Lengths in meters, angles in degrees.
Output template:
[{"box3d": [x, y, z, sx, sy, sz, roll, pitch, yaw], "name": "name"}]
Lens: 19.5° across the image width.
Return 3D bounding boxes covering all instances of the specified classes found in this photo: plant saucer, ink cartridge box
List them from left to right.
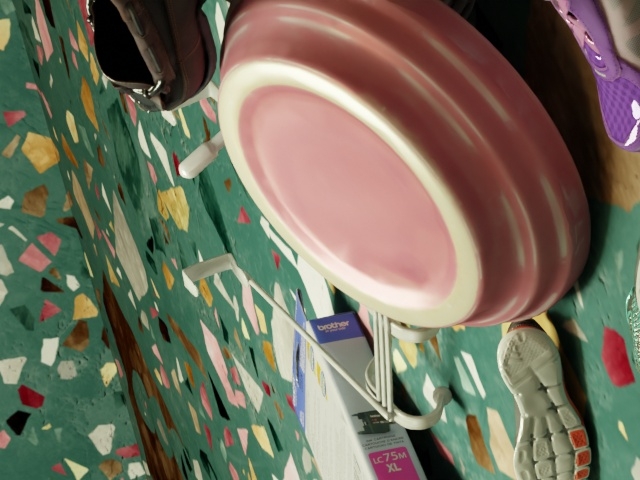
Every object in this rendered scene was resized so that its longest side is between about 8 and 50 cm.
[{"box3d": [0.039, 0.210, 1.896, 0.311, 0.065, 0.186, -117, 20, -44], "name": "ink cartridge box"}, {"box3d": [0.042, -0.055, 1.375, 0.332, 0.084, 0.332, 34, 151, 22], "name": "plant saucer"}]

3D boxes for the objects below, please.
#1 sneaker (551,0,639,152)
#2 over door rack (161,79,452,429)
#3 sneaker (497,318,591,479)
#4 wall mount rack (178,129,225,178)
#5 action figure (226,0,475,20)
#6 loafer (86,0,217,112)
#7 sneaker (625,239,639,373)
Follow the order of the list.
[{"box3d": [0.161, -0.157, 1.086, 0.095, 0.104, 0.236, -136, 32, -56], "name": "sneaker"}, {"box3d": [0.000, 0.000, 1.717, 0.324, 0.108, 0.239, 31, 141, 36], "name": "over door rack"}, {"box3d": [0.176, 0.129, 1.450, 0.065, 0.061, 0.158, -75, -24, -68], "name": "sneaker"}, {"box3d": [-0.076, -0.240, 1.645, 0.350, 0.130, 0.304, 55, 140, 46], "name": "wall mount rack"}, {"box3d": [0.037, -0.165, 1.441, 0.285, 0.099, 0.185, 47, 135, 2], "name": "action figure"}, {"box3d": [-0.137, -0.161, 1.347, 0.109, 0.095, 0.302, 46, 162, 7], "name": "loafer"}, {"box3d": [0.217, 0.039, 1.182, 0.076, 0.065, 0.166, -126, 26, -57], "name": "sneaker"}]
